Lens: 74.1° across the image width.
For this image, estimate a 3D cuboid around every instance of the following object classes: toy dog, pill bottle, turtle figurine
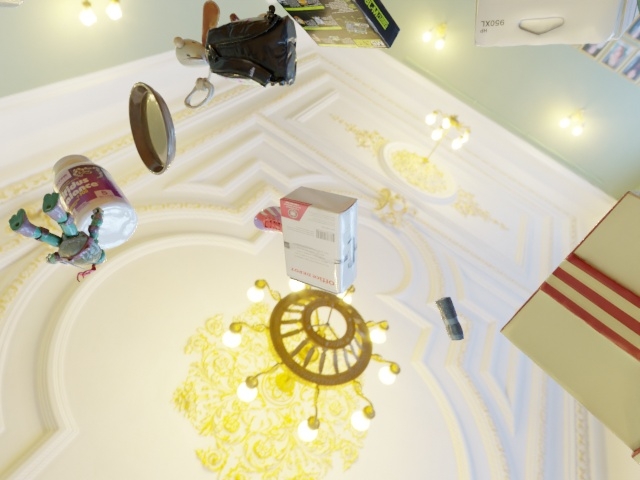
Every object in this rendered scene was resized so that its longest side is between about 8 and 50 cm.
[{"bbox_3d":[-0.247,-0.474,1.022,0.161,0.334,0.220,34,-129,-59],"label":"toy dog"},{"bbox_3d":[-0.677,-0.125,1.249,0.169,0.169,0.301,-18,-130,-40],"label":"pill bottle"},{"bbox_3d":[-0.559,-0.004,0.963,0.118,0.234,0.175,37,-105,29],"label":"turtle figurine"}]

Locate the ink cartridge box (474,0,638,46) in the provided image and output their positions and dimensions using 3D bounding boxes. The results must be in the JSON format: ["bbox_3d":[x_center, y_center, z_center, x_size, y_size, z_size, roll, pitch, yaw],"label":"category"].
[{"bbox_3d":[0.560,-0.570,0.966,0.286,0.166,0.395,15,-141,35],"label":"ink cartridge box"}]

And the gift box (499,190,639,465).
[{"bbox_3d":[0.396,0.112,0.482,0.277,0.255,0.258,-12,-133,-44],"label":"gift box"}]

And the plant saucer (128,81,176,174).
[{"bbox_3d":[-0.514,-0.340,1.299,0.041,0.277,0.278,-21,-118,-39],"label":"plant saucer"}]

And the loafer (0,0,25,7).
[{"bbox_3d":[-0.411,-0.339,0.476,0.268,0.102,0.092,54,-162,23],"label":"loafer"}]

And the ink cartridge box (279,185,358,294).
[{"bbox_3d":[0.000,0.000,0.982,0.159,0.217,0.092,16,-146,27],"label":"ink cartridge box"}]

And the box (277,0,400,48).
[{"bbox_3d":[0.011,-0.395,0.704,0.184,0.045,0.191,25,-178,-45],"label":"box"}]

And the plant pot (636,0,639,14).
[{"bbox_3d":[0.614,-0.372,0.610,0.290,0.290,0.195,33,-113,2],"label":"plant pot"}]

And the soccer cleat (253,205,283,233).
[{"bbox_3d":[-0.106,-0.049,1.232,0.248,0.083,0.095,4,-151,29],"label":"soccer cleat"}]

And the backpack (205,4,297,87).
[{"bbox_3d":[-0.142,-0.384,0.878,0.182,0.151,0.115,4,-173,15],"label":"backpack"}]

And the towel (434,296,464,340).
[{"bbox_3d":[0.353,0.214,1.158,0.029,0.067,0.119,-15,-100,-10],"label":"towel"}]
